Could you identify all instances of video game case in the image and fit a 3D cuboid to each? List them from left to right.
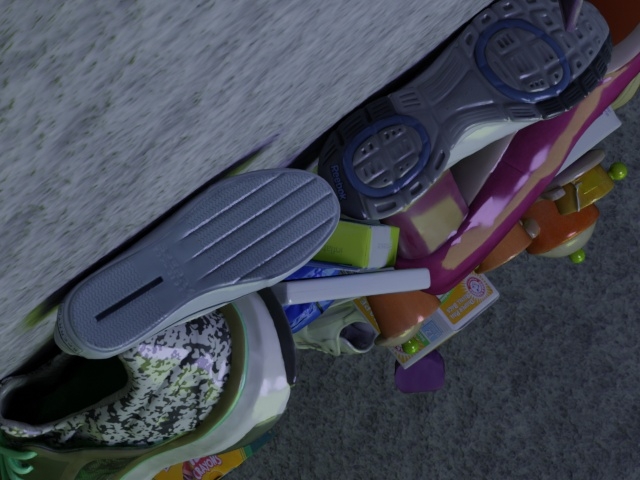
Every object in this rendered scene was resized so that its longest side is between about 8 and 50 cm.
[{"bbox_3d":[-0.029,0.045,1.558,0.173,0.022,0.190,-6,179,41],"label":"video game case"}]

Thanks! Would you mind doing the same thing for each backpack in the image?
[{"bbox_3d":[-0.024,0.028,1.785,0.120,0.101,0.098,-42,-177,-5],"label":"backpack"}]

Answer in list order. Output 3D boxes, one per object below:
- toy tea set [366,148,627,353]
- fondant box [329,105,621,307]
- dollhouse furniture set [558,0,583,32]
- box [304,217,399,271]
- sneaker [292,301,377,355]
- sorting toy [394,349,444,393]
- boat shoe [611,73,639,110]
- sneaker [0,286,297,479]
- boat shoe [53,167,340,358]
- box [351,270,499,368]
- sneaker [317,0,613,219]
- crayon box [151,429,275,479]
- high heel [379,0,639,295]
[{"bbox_3d":[0.198,0.024,2.011,0.336,0.124,0.200,-32,-173,-4],"label":"toy tea set"},{"bbox_3d":[0.139,-0.061,1.952,0.330,0.096,0.238,-37,-171,-35],"label":"fondant box"},{"bbox_3d":[0.141,-0.216,1.236,0.081,0.091,0.114,1,140,-7],"label":"dollhouse furniture set"},{"bbox_3d":[0.000,0.000,1.519,0.178,0.109,0.042,2,95,-79],"label":"box"},{"bbox_3d":[-0.015,0.113,2.398,0.114,0.152,0.305,-38,177,-33],"label":"sneaker"},{"bbox_3d":[0.144,0.017,2.295,0.126,0.127,0.365,-84,179,-62],"label":"sorting toy"},{"bbox_3d":[0.320,-0.231,2.072,0.123,0.123,0.342,-5,168,-20],"label":"boat shoe"},{"bbox_3d":[-0.215,0.144,1.460,0.182,0.158,0.410,15,137,-44],"label":"sneaker"},{"bbox_3d":[-0.094,0.013,1.273,0.226,0.083,0.076,-25,-178,-25],"label":"boat shoe"},{"bbox_3d":[0.097,0.034,2.154,0.103,0.203,0.114,-35,174,-43],"label":"box"},{"bbox_3d":[0.115,-0.119,1.537,0.297,0.111,0.129,-30,-178,-11],"label":"sneaker"},{"bbox_3d":[-0.179,0.201,1.818,0.081,0.165,0.278,-42,176,29],"label":"crayon box"},{"bbox_3d":[0.204,-0.108,1.683,0.377,0.127,0.181,-37,145,-3],"label":"high heel"}]
